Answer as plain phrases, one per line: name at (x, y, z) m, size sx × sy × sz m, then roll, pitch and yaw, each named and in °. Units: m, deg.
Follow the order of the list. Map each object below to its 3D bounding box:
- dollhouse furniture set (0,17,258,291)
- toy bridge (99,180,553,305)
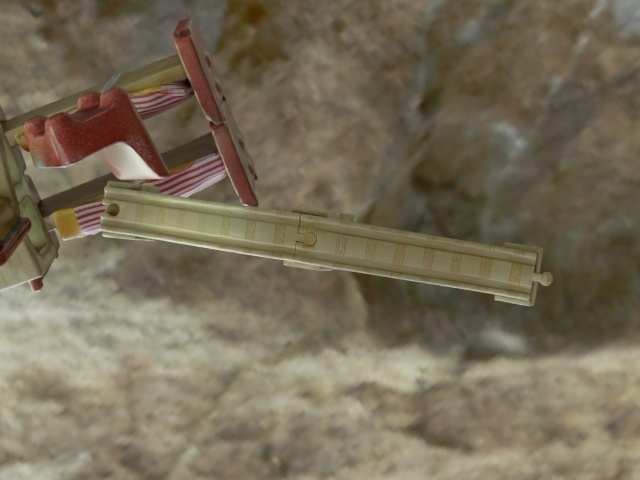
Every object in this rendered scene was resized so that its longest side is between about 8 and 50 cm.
dollhouse furniture set at (-0.167, -0.040, 1.120) m, size 0.201 × 0.152 × 0.374 m, roll -20°, pitch 14°, yaw 5°
toy bridge at (0.000, 0.000, 0.613) m, size 0.063 × 0.188 × 0.026 m, roll 6°, pitch -87°, yaw -78°
